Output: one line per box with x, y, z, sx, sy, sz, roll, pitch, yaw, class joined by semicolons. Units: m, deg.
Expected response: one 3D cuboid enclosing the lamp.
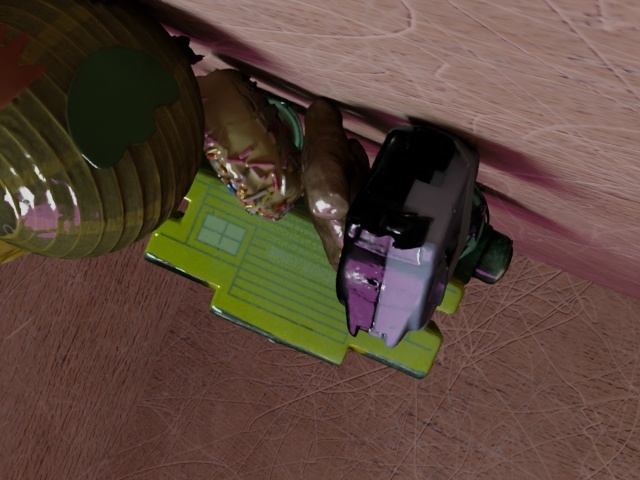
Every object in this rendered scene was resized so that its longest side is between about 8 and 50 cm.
-0.204;-0.118;1.139;0.250;0.284;0.250;28;141;26;lamp

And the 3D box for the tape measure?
0.080;-0.009;1.121;0.107;0.181;0.182;20;144;11;tape measure

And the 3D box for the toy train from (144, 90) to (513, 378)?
0.000;0.000;1.547;0.442;0.272;0.179;23;-176;-1;toy train

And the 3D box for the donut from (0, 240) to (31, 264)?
-0.388;-0.141;1.424;0.360;0.360;0.170;23;166;8;donut

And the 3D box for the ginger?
0.023;-0.041;1.295;0.080;0.166;0.333;-17;157;10;ginger

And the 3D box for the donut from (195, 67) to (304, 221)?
-0.070;-0.103;1.305;0.175;0.068;0.174;53;-168;-17;donut
